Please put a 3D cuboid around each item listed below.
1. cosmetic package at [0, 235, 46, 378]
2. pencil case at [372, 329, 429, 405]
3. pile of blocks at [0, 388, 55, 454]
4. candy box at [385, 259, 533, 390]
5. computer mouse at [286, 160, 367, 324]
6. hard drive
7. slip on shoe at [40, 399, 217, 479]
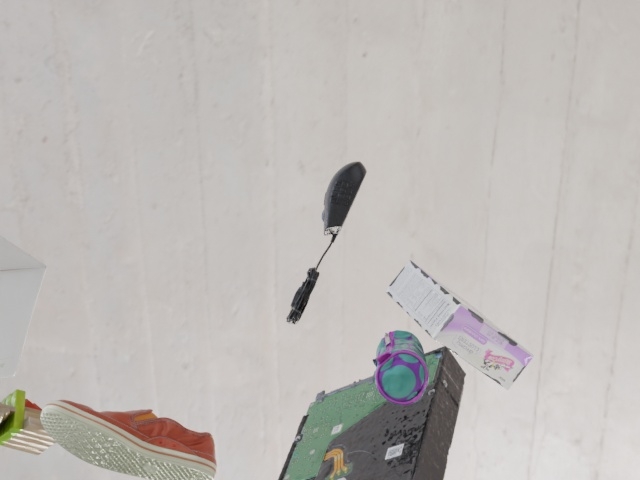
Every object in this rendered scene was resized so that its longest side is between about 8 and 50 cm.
[{"bbox_3d":[-0.520,0.022,1.212,0.366,0.197,0.155,30,108,30],"label":"cosmetic package"},{"bbox_3d":[0.096,0.150,1.256,0.064,0.151,0.070,-35,92,4],"label":"pencil case"},{"bbox_3d":[-0.676,0.325,2.011,0.362,0.112,0.149,6,142,-19],"label":"pile of blocks"},{"bbox_3d":[0.212,0.128,1.617,0.165,0.196,0.070,36,94,-26],"label":"candy box"},{"bbox_3d":[0.000,0.000,1.427,0.041,0.071,0.242,24,84,1],"label":"computer mouse"},{"bbox_3d":[0.051,0.292,1.327,0.237,0.339,0.064,-25,113,29],"label":"hard drive"},{"bbox_3d":[-0.334,0.346,1.850,0.331,0.101,0.123,22,136,-20],"label":"slip on shoe"}]
